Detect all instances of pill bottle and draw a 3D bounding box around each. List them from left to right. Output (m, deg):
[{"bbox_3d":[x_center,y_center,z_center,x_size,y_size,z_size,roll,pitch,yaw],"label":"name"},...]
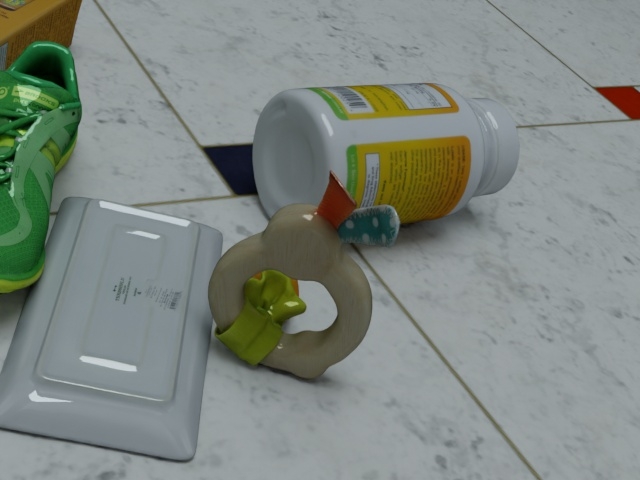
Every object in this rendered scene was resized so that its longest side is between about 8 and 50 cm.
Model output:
[{"bbox_3d":[0.070,-0.083,0.970,0.246,0.136,0.136,-8,44,-34],"label":"pill bottle"}]

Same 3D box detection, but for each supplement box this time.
[{"bbox_3d":[-0.324,-0.196,0.985,0.078,0.080,0.233,24,37,4],"label":"supplement box"}]

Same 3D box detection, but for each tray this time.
[{"bbox_3d":[-0.153,0.048,0.779,0.145,0.030,0.270,14,35,-10],"label":"tray"}]

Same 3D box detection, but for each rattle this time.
[{"bbox_3d":[0.000,0.000,0.768,0.130,0.199,0.143,28,36,12],"label":"rattle"}]

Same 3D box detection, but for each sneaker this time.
[{"bbox_3d":[-0.257,-0.070,0.805,0.109,0.123,0.295,11,36,-12],"label":"sneaker"}]
